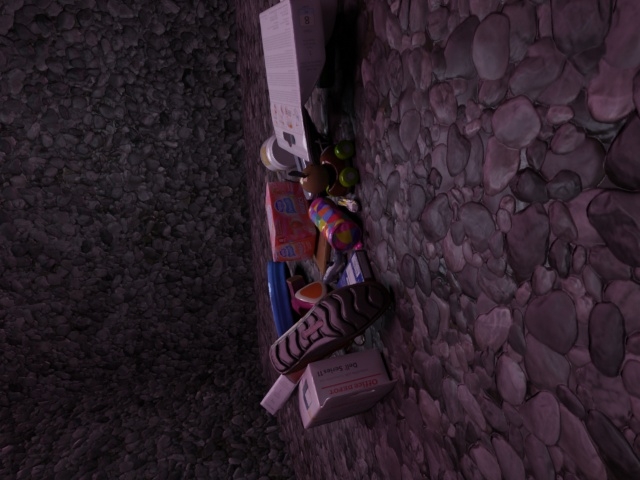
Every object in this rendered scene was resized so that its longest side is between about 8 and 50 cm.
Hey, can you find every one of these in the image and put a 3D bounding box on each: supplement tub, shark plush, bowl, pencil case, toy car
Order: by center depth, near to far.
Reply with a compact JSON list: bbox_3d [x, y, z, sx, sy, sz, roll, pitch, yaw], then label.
[{"bbox_3d":[-0.010,-0.191,1.257,0.155,0.188,0.149,153,109,-73],"label":"toy car"},{"bbox_3d":[0.040,-0.048,1.315,0.236,0.104,0.105,-125,32,-59],"label":"pencil case"},{"bbox_3d":[0.047,0.074,1.390,0.161,0.067,0.073,102,155,-49],"label":"shark plush"},{"bbox_3d":[-0.148,-0.343,1.745,0.199,0.144,0.145,-161,65,-72],"label":"supplement tub"},{"bbox_3d":[-0.153,0.276,1.982,0.391,0.077,0.392,169,90,-90],"label":"bowl"}]

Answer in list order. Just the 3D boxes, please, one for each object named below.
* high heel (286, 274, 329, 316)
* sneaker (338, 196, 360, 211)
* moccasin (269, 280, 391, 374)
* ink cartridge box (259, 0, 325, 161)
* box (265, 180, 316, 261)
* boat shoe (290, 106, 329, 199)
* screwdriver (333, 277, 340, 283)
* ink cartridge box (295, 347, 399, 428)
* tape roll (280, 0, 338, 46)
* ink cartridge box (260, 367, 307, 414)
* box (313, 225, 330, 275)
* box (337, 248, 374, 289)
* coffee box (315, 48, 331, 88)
[{"bbox_3d":[-0.026,0.244,1.691,0.182,0.127,0.377,69,168,-12],"label":"high heel"},{"bbox_3d":[0.087,-0.102,1.252,0.083,0.035,0.031,35,112,42],"label":"sneaker"},{"bbox_3d":[0.035,0.234,1.182,0.380,0.147,0.139,-46,63,23],"label":"moccasin"},{"bbox_3d":[-0.068,-0.436,1.234,0.308,0.091,0.386,-138,37,-62],"label":"ink cartridge box"},{"bbox_3d":[-0.117,-0.078,1.688,0.142,0.153,0.300,98,165,-45],"label":"box"},{"bbox_3d":[-0.021,-0.285,1.407,0.113,0.104,0.307,150,107,-69],"label":"boat shoe"},{"bbox_3d":[0.044,0.138,1.524,0.025,0.024,0.170,53,169,0],"label":"screwdriver"},{"bbox_3d":[0.060,0.401,1.233,0.354,0.206,0.119,108,149,-56],"label":"ink cartridge box"},{"bbox_3d":[-0.039,-0.708,1.299,0.286,0.100,0.287,173,90,-73],"label":"tape roll"},{"bbox_3d":[-0.052,0.401,1.421,0.239,0.060,0.275,-56,-14,10],"label":"ink cartridge box"},{"bbox_3d":[0.000,0.000,1.603,0.164,0.021,0.201,-118,25,-51],"label":"box"},{"bbox_3d":[0.101,0.139,1.288,0.225,0.036,0.137,113,147,-57],"label":"box"},{"bbox_3d":[-0.014,-0.529,1.390,0.184,0.040,0.113,-131,37,-62],"label":"coffee box"}]
